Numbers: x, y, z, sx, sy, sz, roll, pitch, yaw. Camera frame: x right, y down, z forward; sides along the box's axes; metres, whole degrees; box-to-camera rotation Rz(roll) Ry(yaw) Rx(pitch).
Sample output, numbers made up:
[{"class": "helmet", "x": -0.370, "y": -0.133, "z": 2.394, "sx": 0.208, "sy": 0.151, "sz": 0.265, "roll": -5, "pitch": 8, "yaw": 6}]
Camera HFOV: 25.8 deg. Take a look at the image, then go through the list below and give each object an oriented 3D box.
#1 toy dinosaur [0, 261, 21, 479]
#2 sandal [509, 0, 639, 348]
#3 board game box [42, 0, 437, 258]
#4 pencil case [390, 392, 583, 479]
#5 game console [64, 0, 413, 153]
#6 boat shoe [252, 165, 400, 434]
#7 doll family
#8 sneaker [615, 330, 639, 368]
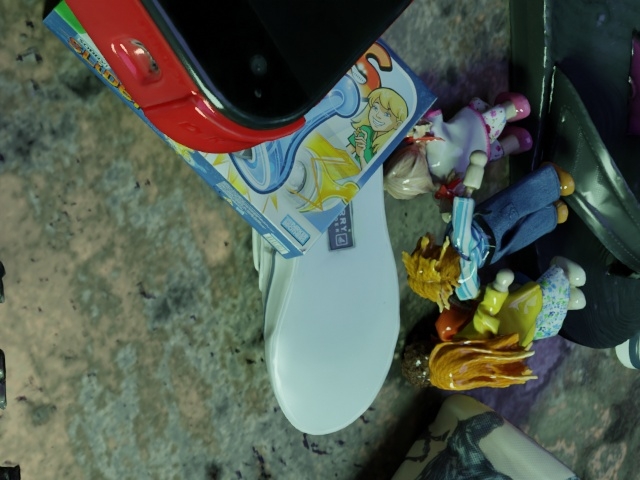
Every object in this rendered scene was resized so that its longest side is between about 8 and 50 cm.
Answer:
[{"class": "toy dinosaur", "x": -0.239, "y": 0.086, "z": 0.716, "sx": 0.160, "sy": 0.121, "sz": 0.313, "roll": -5, "pitch": 97, "yaw": -9}, {"class": "sandal", "x": 0.234, "y": -0.086, "z": 1.125, "sx": 0.167, "sy": 0.107, "sz": 0.446, "roll": -33, "pitch": 126, "yaw": -31}, {"class": "board game box", "x": -0.044, "y": -0.106, "z": 0.829, "sx": 0.201, "sy": 0.035, "sz": 0.136, "roll": 44, "pitch": 71, "yaw": -12}, {"class": "pencil case", "x": 0.062, "y": 0.312, "z": 1.077, "sx": 0.410, "sy": 0.160, "sz": 0.183, "roll": -53, "pitch": 157, "yaw": -16}, {"class": "game console", "x": -0.051, "y": -0.278, "z": 0.747, "sx": 0.342, "sy": 0.060, "sz": 0.386, "roll": -51, "pitch": 122, "yaw": -31}, {"class": "boat shoe", "x": 0.000, "y": 0.000, "z": 0.944, "sx": 0.095, "sy": 0.084, "sz": 0.258, "roll": -1, "pitch": 106, "yaw": -18}, {"class": "doll family", "x": 0.126, "y": 0.020, "z": 1.052, "sx": 0.163, "sy": 0.118, "sz": 0.263, "roll": -29, "pitch": 125, "yaw": -33}, {"class": "sneaker", "x": 0.343, "y": 0.020, "z": 1.285, "sx": 0.090, "sy": 0.095, "sz": 0.235, "roll": -11, "pitch": 112, "yaw": -40}]
